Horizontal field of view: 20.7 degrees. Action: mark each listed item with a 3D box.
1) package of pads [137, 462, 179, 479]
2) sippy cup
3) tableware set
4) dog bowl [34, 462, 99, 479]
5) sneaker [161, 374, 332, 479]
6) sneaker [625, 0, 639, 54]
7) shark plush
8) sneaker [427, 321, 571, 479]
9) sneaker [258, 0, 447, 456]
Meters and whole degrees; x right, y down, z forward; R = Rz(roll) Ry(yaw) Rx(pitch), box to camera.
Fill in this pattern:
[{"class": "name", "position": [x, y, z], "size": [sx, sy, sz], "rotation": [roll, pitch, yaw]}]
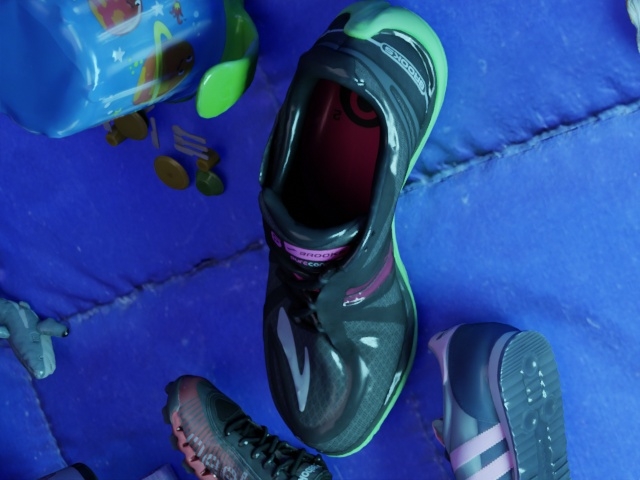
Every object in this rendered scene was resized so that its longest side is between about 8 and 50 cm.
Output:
[{"class": "package of pads", "position": [-0.182, 0.311, 2.078], "size": [0.050, 0.032, 0.083], "rotation": [-30, 91, 30]}, {"class": "sippy cup", "position": [-0.232, -0.219, 1.790], "size": [0.305, 0.224, 0.240], "rotation": [-10, 109, 39]}, {"class": "tableware set", "position": [-0.173, -0.103, 1.927], "size": [0.154, 0.024, 0.104], "rotation": [21, 140, 25]}, {"class": "dog bowl", "position": [-0.314, 0.467, 2.006], "size": [0.408, 0.150, 0.408], "rotation": [173, 90, -71]}, {"class": "sneaker", "position": [-0.064, 0.253, 1.951], "size": [0.135, 0.097, 0.276], "rotation": [-35, 90, 34]}, {"class": "sneaker", "position": [0.310, -0.193, 1.616], "size": [0.037, 0.032, 0.083], "rotation": [-15, 99, 33]}, {"class": "shark plush", "position": [-0.369, 0.097, 2.093], "size": [0.161, 0.067, 0.073], "rotation": [51, 124, 5]}, {"class": "sneaker", "position": [0.180, 0.233, 1.812], "size": [0.131, 0.112, 0.319], "rotation": [11, 110, 45]}, {"class": "sneaker", "position": [0.000, 0.000, 1.762], "size": [0.185, 0.202, 0.483], "rotation": [15, 113, 26]}]
